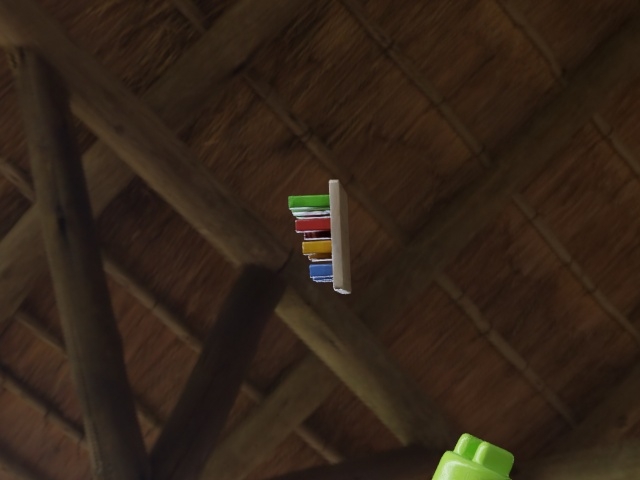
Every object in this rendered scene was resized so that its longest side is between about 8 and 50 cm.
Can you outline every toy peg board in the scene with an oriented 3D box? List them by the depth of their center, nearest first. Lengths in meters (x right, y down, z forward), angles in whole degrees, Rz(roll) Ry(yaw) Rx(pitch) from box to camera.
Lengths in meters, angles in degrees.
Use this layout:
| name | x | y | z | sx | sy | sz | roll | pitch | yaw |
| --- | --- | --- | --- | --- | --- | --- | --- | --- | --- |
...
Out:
| name | x | y | z | sx | sy | sz | roll | pitch | yaw |
| --- | --- | --- | --- | --- | --- | --- | --- | --- | --- |
| toy peg board | 0.000 | 0.000 | 1.355 | 0.079 | 0.161 | 0.161 | -3 | -6 | 6 |

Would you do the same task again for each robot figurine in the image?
| name | x | y | z | sx | sy | sz | roll | pitch | yaw |
| --- | --- | --- | --- | --- | --- | --- | --- | --- | --- |
| robot figurine | 0.125 | 0.230 | 0.767 | 0.067 | 0.115 | 0.101 | 30 | -11 | -33 |
